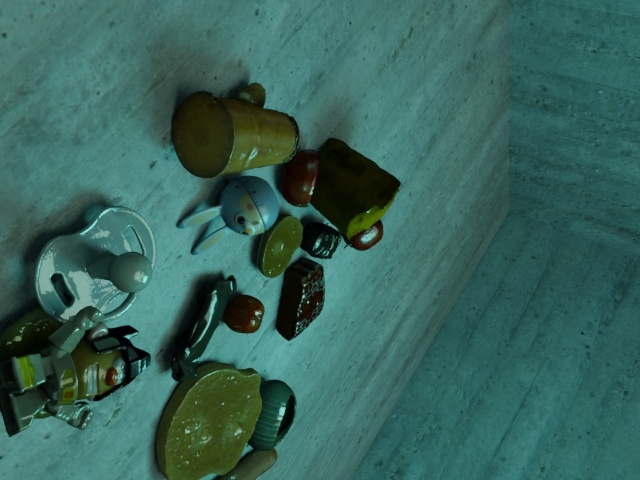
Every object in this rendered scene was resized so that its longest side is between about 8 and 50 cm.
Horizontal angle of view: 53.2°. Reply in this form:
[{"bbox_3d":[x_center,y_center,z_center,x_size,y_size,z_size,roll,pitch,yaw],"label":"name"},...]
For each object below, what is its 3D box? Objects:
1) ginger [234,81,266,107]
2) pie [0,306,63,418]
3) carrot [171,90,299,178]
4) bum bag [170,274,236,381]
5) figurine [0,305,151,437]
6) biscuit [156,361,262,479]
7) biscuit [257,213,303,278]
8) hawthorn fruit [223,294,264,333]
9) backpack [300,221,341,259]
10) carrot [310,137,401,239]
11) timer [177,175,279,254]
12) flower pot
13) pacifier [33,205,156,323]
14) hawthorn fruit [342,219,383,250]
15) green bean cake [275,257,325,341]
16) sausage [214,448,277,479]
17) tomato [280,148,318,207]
[{"bbox_3d":[-0.165,-0.348,1.622,0.096,0.067,0.165,-64,159,5],"label":"ginger"},{"bbox_3d":[-0.584,0.255,1.354,0.277,0.078,0.277,-30,130,-43],"label":"pie"},{"bbox_3d":[-0.195,-0.253,1.510,0.254,0.196,0.196,-15,123,-54],"label":"carrot"},{"bbox_3d":[-0.329,0.234,1.758,0.326,0.080,0.142,-65,159,-10],"label":"bum bag"},{"bbox_3d":[-0.493,0.259,1.283,0.308,0.143,0.308,-36,158,-17],"label":"figurine"},{"bbox_3d":[-0.336,0.550,1.944,0.365,0.062,0.385,11,100,-49],"label":"biscuit"},{"bbox_3d":[-0.132,0.013,1.949,0.208,0.049,0.181,-61,150,-15],"label":"biscuit"},{"bbox_3d":[-0.222,0.216,1.878,0.128,0.128,0.128,-38,140,-41],"label":"hawthorn fruit"},{"bbox_3d":[-0.002,0.003,2.096,0.120,0.106,0.165,-66,160,8],"label":"backpack"},{"bbox_3d":[0.110,-0.144,1.998,0.241,0.341,0.241,-32,146,-24],"label":"carrot"},{"bbox_3d":[-0.215,-0.059,1.649,0.255,0.175,0.175,-49,146,-28],"label":"timer"},{"bbox_3d":[-0.179,0.590,2.167,0.189,0.157,0.243,11,103,-66],"label":"flower pot"},{"bbox_3d":[-0.427,0.067,1.309,0.287,0.226,0.238,-35,119,-38],"label":"pacifier"},{"bbox_3d":[0.145,-0.028,2.296,0.172,0.148,0.148,-49,147,-16],"label":"hawthorn fruit"},{"bbox_3d":[-0.065,0.191,2.138,0.198,0.097,0.232,-35,139,-43],"label":"green bean cake"},{"bbox_3d":[-0.299,0.836,2.218,0.419,0.094,0.094,-24,115,-51],"label":"sausage"},{"bbox_3d":[-0.067,-0.187,1.877,0.189,0.099,0.173,169,-70,-78],"label":"tomato"}]
